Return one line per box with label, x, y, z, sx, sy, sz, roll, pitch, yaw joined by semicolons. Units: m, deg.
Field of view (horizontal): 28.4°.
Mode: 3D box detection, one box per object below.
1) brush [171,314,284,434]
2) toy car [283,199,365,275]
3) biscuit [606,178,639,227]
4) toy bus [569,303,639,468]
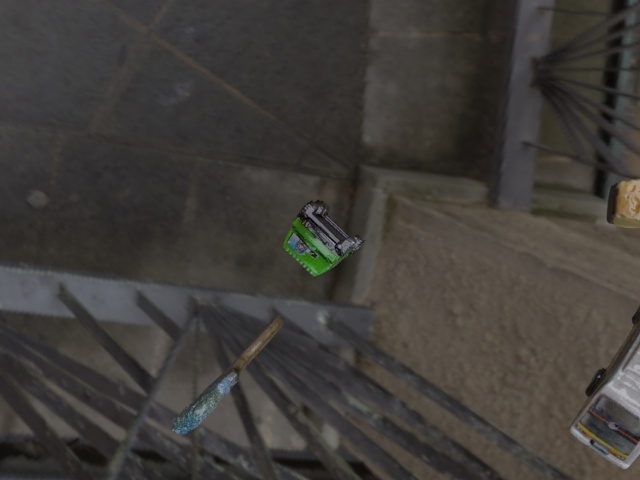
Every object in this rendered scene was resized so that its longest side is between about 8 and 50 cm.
brush;-0.093;0.139;1.379;0.021;0.070;0.196;46;48;-5
toy car;0.000;0.000;1.387;0.071;0.165;0.062;42;95;3
biscuit;0.389;-0.030;1.286;0.188;0.056;0.052;6;75;8
toy bus;0.373;0.120;1.379;0.092;0.106;0.268;35;56;12
